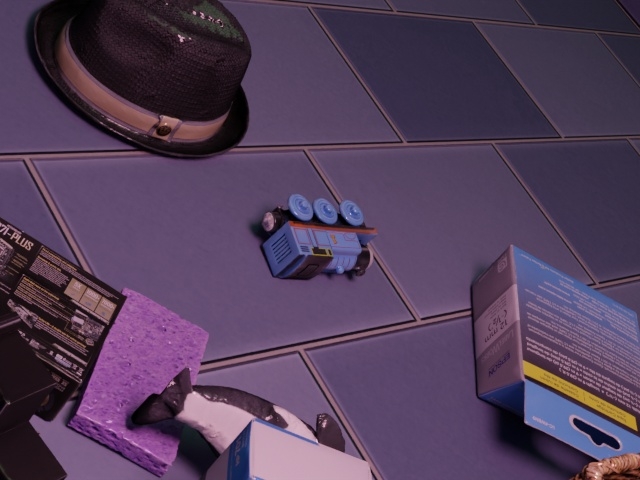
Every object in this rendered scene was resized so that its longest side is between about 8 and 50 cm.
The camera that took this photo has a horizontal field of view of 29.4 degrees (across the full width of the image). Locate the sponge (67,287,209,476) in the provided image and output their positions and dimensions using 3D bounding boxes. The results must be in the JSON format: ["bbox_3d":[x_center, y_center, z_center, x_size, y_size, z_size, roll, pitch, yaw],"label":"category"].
[{"bbox_3d":[-0.197,0.152,1.349,0.117,0.031,0.210,31,36,-15],"label":"sponge"}]

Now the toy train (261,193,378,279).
[{"bbox_3d":[0.000,0.000,1.669,0.184,0.080,0.105,5,57,-43],"label":"toy train"}]

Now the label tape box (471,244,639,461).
[{"bbox_3d":[0.349,0.200,1.748,0.249,0.115,0.348,27,39,-18],"label":"label tape box"}]

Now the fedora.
[{"bbox_3d":[-0.218,-0.270,1.687,0.334,0.152,0.334,26,37,-21],"label":"fedora"}]

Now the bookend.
[{"bbox_3d":[-0.293,0.178,1.117,0.157,0.156,0.072,51,35,12],"label":"bookend"}]

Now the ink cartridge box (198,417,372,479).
[{"bbox_3d":[-0.057,0.279,1.200,0.139,0.191,0.082,26,36,-22],"label":"ink cartridge box"}]

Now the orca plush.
[{"bbox_3d":[-0.079,0.234,1.330,0.287,0.151,0.102,25,-5,-25],"label":"orca plush"}]

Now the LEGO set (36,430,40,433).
[{"bbox_3d":[-0.300,0.198,1.205,0.083,0.023,0.054,32,36,-13],"label":"LEGO set"}]

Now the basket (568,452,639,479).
[{"bbox_3d":[0.392,0.397,1.472,0.299,0.223,0.214,6,47,-41],"label":"basket"}]

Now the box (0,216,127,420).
[{"bbox_3d":[-0.316,0.077,1.276,0.180,0.077,0.147,33,35,-11],"label":"box"}]
